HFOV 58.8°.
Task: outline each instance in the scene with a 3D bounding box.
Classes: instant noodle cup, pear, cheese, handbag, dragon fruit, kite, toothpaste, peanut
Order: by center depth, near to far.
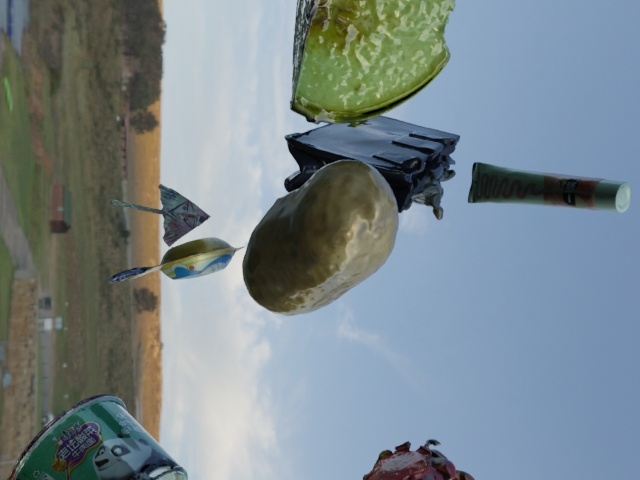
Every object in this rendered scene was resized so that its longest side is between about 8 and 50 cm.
[{"bbox_3d":[0.000,0.000,0.608,0.224,0.129,0.129,-36,-124,43],"label":"peanut"},{"bbox_3d":[0.263,-0.063,0.685,0.205,0.036,0.056,15,-81,53],"label":"toothpaste"},{"bbox_3d":[0.063,-0.321,0.708,0.282,0.176,0.286,-96,-163,-48],"label":"pear"},{"bbox_3d":[-0.241,-0.042,0.867,0.005,0.152,0.137,-63,-145,40],"label":"kite"},{"bbox_3d":[-0.357,0.416,0.949,0.190,0.251,0.251,27,-60,22],"label":"instant noodle cup"},{"bbox_3d":[0.114,-0.136,1.007,0.269,0.326,0.118,17,-62,24],"label":"handbag"},{"bbox_3d":[-0.283,0.045,1.136,0.177,0.270,0.069,-21,-98,61],"label":"cheese"},{"bbox_3d":[0.238,0.569,1.199,0.227,0.307,0.243,-64,150,-58],"label":"dragon fruit"}]
